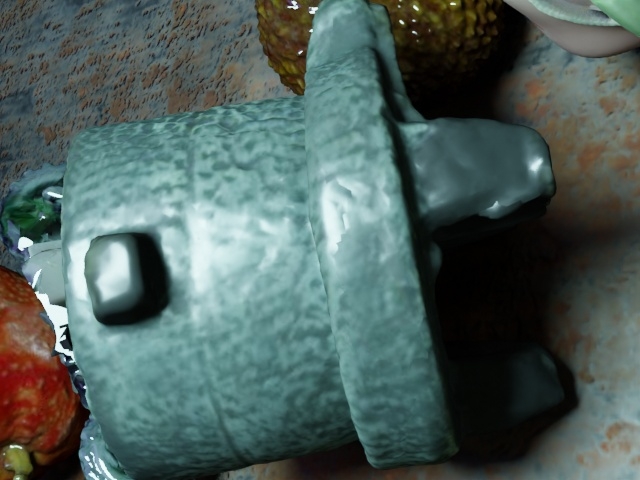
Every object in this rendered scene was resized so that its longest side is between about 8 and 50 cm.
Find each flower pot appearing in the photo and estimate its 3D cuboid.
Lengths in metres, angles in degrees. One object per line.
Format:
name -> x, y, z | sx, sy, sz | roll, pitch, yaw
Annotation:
flower pot -> 0.000, 0.000, 0.763 | 0.282, 0.299, 0.299 | -9, 61, 6

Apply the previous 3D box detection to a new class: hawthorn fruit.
hawthorn fruit -> -0.306, 0.144, 1.121 | 0.205, 0.205, 0.253 | -48, 45, 21

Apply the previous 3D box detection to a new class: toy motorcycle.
toy motorcycle -> -0.150, 0.059, 1.026 | 0.188, 0.143, 0.327 | -21, 67, -11

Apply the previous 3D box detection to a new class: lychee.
lychee -> 0.044, -0.179, 0.906 | 0.194, 0.194, 0.194 | -22, 58, 40

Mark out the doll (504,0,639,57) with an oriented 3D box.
doll -> 0.180, -0.224, 0.701 | 0.216, 0.268, 0.284 | -38, 49, 33
